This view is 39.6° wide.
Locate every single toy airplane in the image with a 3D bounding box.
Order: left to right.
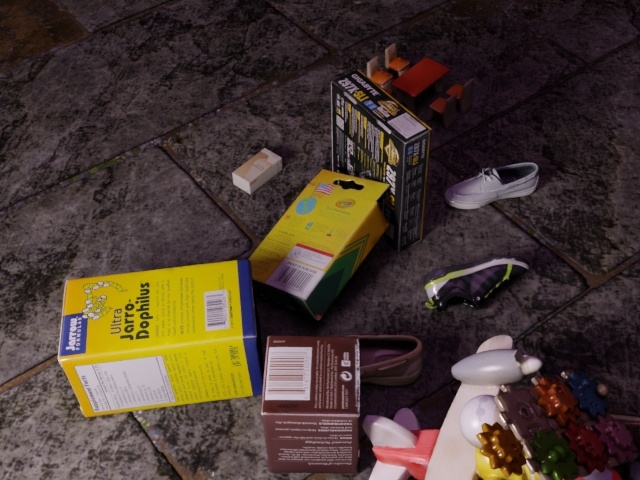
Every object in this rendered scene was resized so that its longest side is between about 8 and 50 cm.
[{"bbox_3d":[0.248,0.342,1.463,0.384,0.272,0.386,-20,46,-12],"label":"toy airplane"}]

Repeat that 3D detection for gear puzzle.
[{"bbox_3d":[0.357,0.282,1.357,0.339,0.044,0.175,-3,54,-39],"label":"gear puzzle"}]

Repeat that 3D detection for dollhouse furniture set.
[{"bbox_3d":[0.220,-0.388,2.246,0.262,0.135,0.259,32,56,28],"label":"dollhouse furniture set"}]

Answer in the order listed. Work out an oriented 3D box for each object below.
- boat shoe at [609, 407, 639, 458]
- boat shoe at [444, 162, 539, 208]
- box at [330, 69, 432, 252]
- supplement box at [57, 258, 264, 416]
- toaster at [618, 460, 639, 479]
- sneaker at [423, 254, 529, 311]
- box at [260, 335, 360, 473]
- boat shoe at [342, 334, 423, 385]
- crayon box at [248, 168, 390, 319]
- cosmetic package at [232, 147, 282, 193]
[{"bbox_3d":[0.491,0.342,1.604,0.257,0.095,0.095,7,8,22],"label":"boat shoe"},{"bbox_3d":[0.395,-0.136,2.041,0.228,0.081,0.079,-12,48,-9],"label":"boat shoe"},{"bbox_3d":[0.125,-0.169,1.922,0.079,0.322,0.257,-29,51,-23],"label":"box"},{"bbox_3d":[-0.295,0.186,1.700,0.357,0.194,0.195,-6,48,-3],"label":"supplement box"},{"bbox_3d":[0.535,0.465,1.435,0.146,0.129,0.227,25,46,3],"label":"toaster"},{"bbox_3d":[0.326,0.098,1.848,0.235,0.084,0.097,-11,72,-6],"label":"sneaker"},{"bbox_3d":[-0.012,0.293,1.581,0.167,0.203,0.168,0,47,2],"label":"box"},{"bbox_3d":[0.046,0.225,1.712,0.302,0.098,0.109,-1,47,2],"label":"boat shoe"},{"bbox_3d":[0.000,0.000,1.862,0.202,0.081,0.318,18,62,41],"label":"crayon box"},{"bbox_3d":[-0.150,-0.166,2.124,0.060,0.041,0.115,30,55,27],"label":"cosmetic package"}]
